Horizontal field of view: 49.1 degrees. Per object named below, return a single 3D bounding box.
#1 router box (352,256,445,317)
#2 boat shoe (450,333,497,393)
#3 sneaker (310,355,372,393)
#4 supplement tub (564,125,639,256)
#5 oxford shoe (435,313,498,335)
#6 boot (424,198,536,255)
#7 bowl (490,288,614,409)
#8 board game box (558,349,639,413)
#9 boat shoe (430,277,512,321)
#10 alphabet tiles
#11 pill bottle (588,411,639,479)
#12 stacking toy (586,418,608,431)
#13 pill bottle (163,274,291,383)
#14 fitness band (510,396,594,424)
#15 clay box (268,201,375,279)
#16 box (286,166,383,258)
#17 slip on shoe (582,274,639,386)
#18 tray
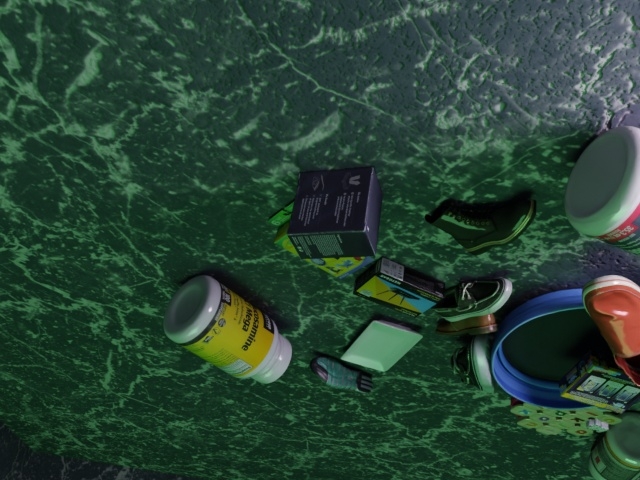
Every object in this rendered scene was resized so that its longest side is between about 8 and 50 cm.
[{"bbox_3d":[0.187,0.116,1.672,0.178,0.046,0.133,22,144,-16],"label":"router box"},{"bbox_3d":[0.399,0.331,1.837,0.119,0.121,0.335,5,153,19],"label":"boat shoe"},{"bbox_3d":[0.046,0.419,2.122,0.223,0.083,0.098,28,147,-24],"label":"sneaker"},{"bbox_3d":[0.574,-0.061,1.181,0.272,0.191,0.191,20,145,-13],"label":"supplement tub"},{"bbox_3d":[0.357,0.197,1.733,0.076,0.076,0.212,-6,171,-30],"label":"oxford shoe"},{"bbox_3d":[0.313,-0.046,1.386,0.137,0.077,0.198,29,141,-17],"label":"boot"},{"bbox_3d":[0.604,0.263,1.677,0.391,0.077,0.391,3,133,4],"label":"bowl"},{"bbox_3d":[0.674,0.335,1.650,0.170,0.048,0.141,17,134,-9],"label":"board game box"},{"bbox_3d":[0.345,0.135,1.628,0.070,0.078,0.219,28,144,-25],"label":"boat shoe"},{"bbox_3d":[0.704,0.496,2.015,0.278,0.021,0.284,21,142,-16],"label":"alphabet tiles"},{"bbox_3d":[0.916,0.644,2.127,0.162,0.162,0.278,7,145,7],"label":"pill bottle"},{"bbox_3d":[0.760,0.380,1.787,0.052,0.167,0.221,22,145,-16],"label":"stacking toy"},{"bbox_3d":[-0.234,0.247,1.856,0.188,0.188,0.334,-18,137,36],"label":"pill bottle"},{"bbox_3d":[0.692,0.492,2.070,0.290,0.054,0.209,30,141,-28],"label":"fitness band"},{"bbox_3d":[0.000,0.000,1.551,0.222,0.053,0.127,28,142,-25],"label":"clay box"},{"bbox_3d":[0.032,-0.052,1.375,0.158,0.156,0.093,-3,144,19],"label":"box"},{"bbox_3d":[0.653,0.194,1.488,0.123,0.101,0.331,-21,124,25],"label":"slip on shoe"},{"bbox_3d":[0.165,0.287,1.941,0.145,0.030,0.270,17,145,-10],"label":"tray"}]
